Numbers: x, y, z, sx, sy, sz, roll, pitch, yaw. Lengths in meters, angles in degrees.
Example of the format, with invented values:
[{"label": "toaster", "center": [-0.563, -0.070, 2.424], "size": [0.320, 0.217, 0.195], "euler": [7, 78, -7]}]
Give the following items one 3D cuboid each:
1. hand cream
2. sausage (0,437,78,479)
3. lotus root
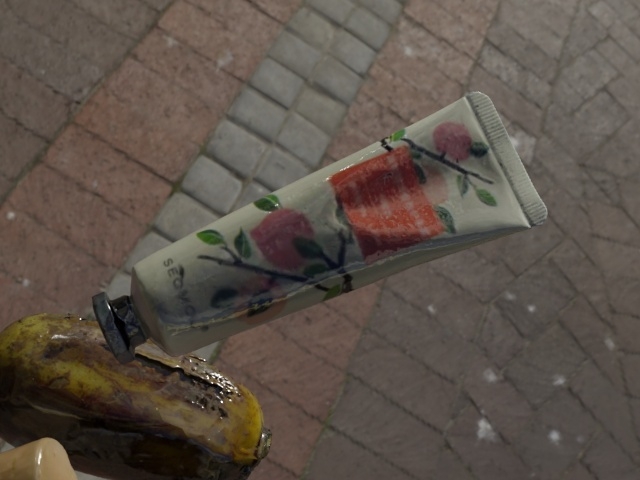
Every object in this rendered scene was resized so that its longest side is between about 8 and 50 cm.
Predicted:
[{"label": "hand cream", "center": [0.000, 0.000, 0.469], "size": [0.234, 0.050, 0.080], "euler": [-24, 85, -9]}, {"label": "sausage", "center": [-0.298, 0.186, 0.564], "size": [0.301, 0.066, 0.065], "euler": [-15, 63, 5]}, {"label": "lotus root", "center": [-0.254, 0.200, 1.102], "size": [0.398, 0.196, 0.179], "euler": [19, 56, 0]}]
